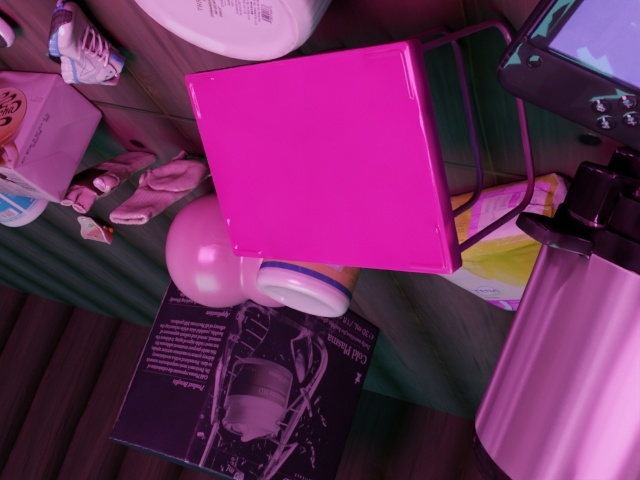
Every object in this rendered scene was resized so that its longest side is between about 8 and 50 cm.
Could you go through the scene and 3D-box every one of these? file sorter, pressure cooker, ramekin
[{"bbox_3d":[0.045,-0.101,0.846,0.291,0.182,0.202,3,114,44],"label":"file sorter"},{"bbox_3d":[0.389,0.107,0.853,0.376,0.420,0.370,27,-164,35],"label":"pressure cooker"},{"bbox_3d":[-0.079,-0.250,0.734,0.207,0.109,0.207,18,162,6],"label":"ramekin"}]

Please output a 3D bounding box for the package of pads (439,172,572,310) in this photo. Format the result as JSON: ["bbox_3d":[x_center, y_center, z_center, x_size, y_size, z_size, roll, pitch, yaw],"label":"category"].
[{"bbox_3d":[0.283,0.014,1.161,0.229,0.101,0.297,27,161,-25],"label":"package of pads"}]

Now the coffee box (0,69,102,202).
[{"bbox_3d":[-0.522,-0.175,1.340,0.297,0.168,0.119,10,160,29],"label":"coffee box"}]

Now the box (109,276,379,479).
[{"bbox_3d":[-0.160,0.330,1.977,0.298,0.471,0.480,2,157,44],"label":"box"}]

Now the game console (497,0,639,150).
[{"bbox_3d":[0.282,-0.106,0.563,0.250,0.173,0.293,22,145,-7],"label":"game console"}]

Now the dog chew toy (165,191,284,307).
[{"bbox_3d":[-0.096,0.026,1.463,0.332,0.206,0.206,7,160,13],"label":"dog chew toy"}]

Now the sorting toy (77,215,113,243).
[{"bbox_3d":[-0.547,-0.033,2.016,0.083,0.044,0.075,10,153,28],"label":"sorting toy"}]

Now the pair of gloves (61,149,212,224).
[{"bbox_3d":[-0.300,-0.098,1.340,0.240,0.204,0.042,11,125,34],"label":"pair of gloves"}]

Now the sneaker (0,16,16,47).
[{"bbox_3d":[-0.565,-0.281,1.099,0.296,0.146,0.104,21,161,-9],"label":"sneaker"}]

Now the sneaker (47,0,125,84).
[{"bbox_3d":[-0.291,-0.246,1.063,0.083,0.071,0.190,14,171,-4],"label":"sneaker"}]

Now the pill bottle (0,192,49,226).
[{"bbox_3d":[-0.653,-0.141,1.618,0.146,0.146,0.264,11,160,26],"label":"pill bottle"}]

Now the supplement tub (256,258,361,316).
[{"bbox_3d":[0.000,0.000,1.254,0.144,0.199,0.144,17,162,6],"label":"supplement tub"}]
